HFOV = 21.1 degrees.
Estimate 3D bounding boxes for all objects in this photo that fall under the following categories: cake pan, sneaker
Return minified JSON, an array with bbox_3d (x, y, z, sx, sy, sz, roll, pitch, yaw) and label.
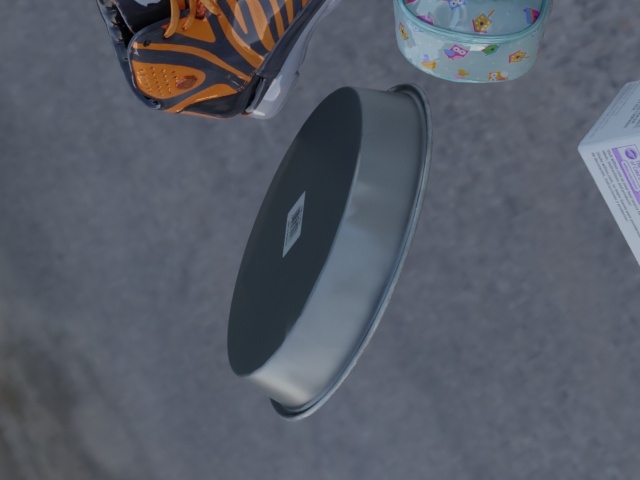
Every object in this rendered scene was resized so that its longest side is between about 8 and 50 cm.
[{"bbox_3d":[0.000,0.000,1.393,0.054,0.293,0.293,21,149,-16],"label":"cake pan"},{"bbox_3d":[-0.084,-0.225,1.465,0.124,0.180,0.321,60,141,39],"label":"sneaker"}]

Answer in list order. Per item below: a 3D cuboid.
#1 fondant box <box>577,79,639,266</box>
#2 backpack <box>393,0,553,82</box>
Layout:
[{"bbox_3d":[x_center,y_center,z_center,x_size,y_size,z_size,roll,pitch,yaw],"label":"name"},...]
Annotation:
[{"bbox_3d":[0.384,-0.021,1.238,0.330,0.096,0.238,-8,121,46],"label":"fondant box"},{"bbox_3d":[0.152,-0.255,1.694,0.144,0.166,0.188,98,-179,-64],"label":"backpack"}]
